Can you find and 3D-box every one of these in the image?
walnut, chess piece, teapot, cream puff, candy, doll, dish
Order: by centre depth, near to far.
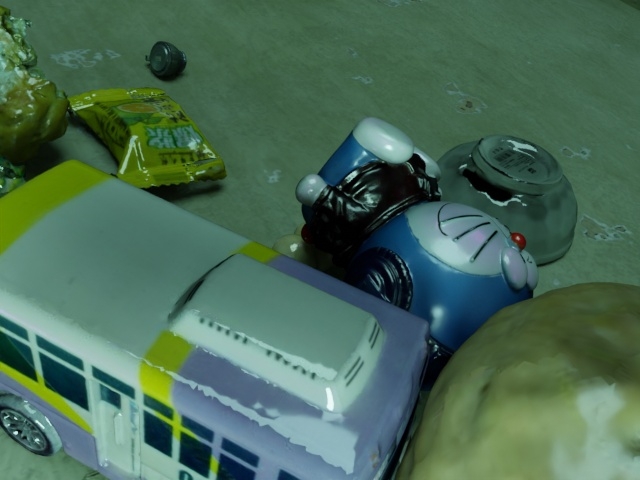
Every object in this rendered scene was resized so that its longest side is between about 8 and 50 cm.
[{"bbox_3d":[0.235,0.220,0.522,0.381,0.381,0.381,8,40,-7],"label":"walnut"},{"bbox_3d":[0.116,0.033,0.757,0.310,0.240,0.284,51,29,21],"label":"doll"},{"bbox_3d":[0.000,0.000,0.897,0.170,0.094,0.094,-28,55,-32],"label":"chess piece"},{"bbox_3d":[-0.473,-0.208,0.931,0.195,0.195,0.221,-22,78,-35],"label":"cream puff"},{"bbox_3d":[-0.288,-0.176,1.020,0.187,0.081,0.297,-16,48,-33],"label":"candy"},{"bbox_3d":[0.310,-0.090,1.061,0.303,0.120,0.303,9,39,-7],"label":"dish"},{"bbox_3d":[-0.305,-0.357,1.249,0.088,0.066,0.057,15,14,37],"label":"teapot"}]

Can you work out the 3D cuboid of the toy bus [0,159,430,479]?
[{"bbox_3d":[-0.118,0.115,0.602,0.440,0.249,0.209,25,41,13],"label":"toy bus"}]

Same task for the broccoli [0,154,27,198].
[{"bbox_3d":[-0.423,0.031,0.737,0.198,0.177,0.274,19,59,-49],"label":"broccoli"}]
